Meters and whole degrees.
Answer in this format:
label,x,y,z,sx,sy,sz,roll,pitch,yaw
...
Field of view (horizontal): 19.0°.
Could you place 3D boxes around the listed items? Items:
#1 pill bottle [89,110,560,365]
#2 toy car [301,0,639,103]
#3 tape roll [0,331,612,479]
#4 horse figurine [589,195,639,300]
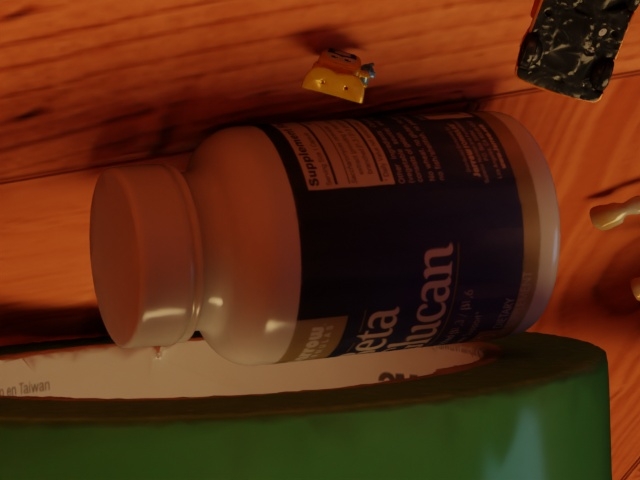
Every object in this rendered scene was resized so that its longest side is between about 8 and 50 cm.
label,x,y,z,sx,sy,sz,roll,pitch,yaw
pill bottle,0.000,0.000,0.752,0.169,0.094,0.094,-5,157,-22
toy car,0.055,-0.083,0.689,0.122,0.060,0.040,1,-156,5
tape roll,-0.042,0.086,0.787,0.321,0.077,0.321,-3,-178,0
horse figurine,0.251,0.000,0.955,0.174,0.066,0.263,-18,158,23
